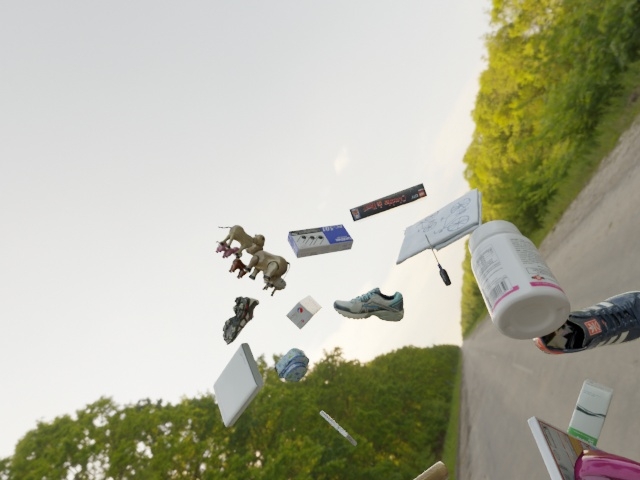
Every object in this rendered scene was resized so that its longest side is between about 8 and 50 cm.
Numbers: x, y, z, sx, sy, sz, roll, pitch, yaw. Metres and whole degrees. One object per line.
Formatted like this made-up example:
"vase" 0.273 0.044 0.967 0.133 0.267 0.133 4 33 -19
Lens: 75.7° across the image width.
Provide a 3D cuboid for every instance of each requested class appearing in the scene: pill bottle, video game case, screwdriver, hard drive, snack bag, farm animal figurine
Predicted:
"pill bottle" 0.465 0.083 1.003 0.283 0.161 0.160 -87 -1 -52
"video game case" 0.073 0.758 1.660 0.019 0.143 0.157 -47 -39 -18
"screwdriver" 0.342 0.057 1.216 0.024 0.169 0.025 -10 -27 -26
"hard drive" -0.401 0.692 1.969 0.047 0.233 0.353 8 -53 -41
"snack bag" 0.437 -0.045 1.523 0.343 0.037 0.323 -32 13 31
"video game case" 0.618 0.548 0.946 0.025 0.285 0.204 -51 19 29
"farm animal figurine" -0.274 0.066 1.775 0.172 0.327 0.330 -58 -7 -26

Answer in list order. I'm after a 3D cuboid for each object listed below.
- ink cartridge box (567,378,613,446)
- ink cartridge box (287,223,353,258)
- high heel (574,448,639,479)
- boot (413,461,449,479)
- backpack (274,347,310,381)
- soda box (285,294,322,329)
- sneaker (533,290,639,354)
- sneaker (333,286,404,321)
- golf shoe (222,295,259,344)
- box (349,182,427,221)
"ink cartridge box" 0.922 0.592 1.408 0.153 0.087 0.208 18 -90 -52
"ink cartridge box" 0.000 0.000 1.416 0.207 0.097 0.046 -8 -46 -24
"high heel" 0.675 0.442 0.762 0.127 0.377 0.181 62 -145 -9
"boot" 0.449 1.081 1.851 0.270 0.089 0.236 -27 -44 -12
"backpack" -0.096 0.466 1.533 0.105 0.084 0.114 31 -82 -44
"soda box" -0.055 0.256 1.488 0.069 0.074 0.216 -48 -7 6
"sneaker" 0.773 0.237 1.143 0.350 0.131 0.148 -30 -27 22
"sneaker" 0.192 0.239 1.628 0.110 0.283 0.122 -88 0 -73
"golf shoe" -0.383 0.392 1.987 0.120 0.105 0.272 8 -63 -46
"box" 0.217 -0.115 1.303 0.159 0.233 0.044 -5 -104 -78
